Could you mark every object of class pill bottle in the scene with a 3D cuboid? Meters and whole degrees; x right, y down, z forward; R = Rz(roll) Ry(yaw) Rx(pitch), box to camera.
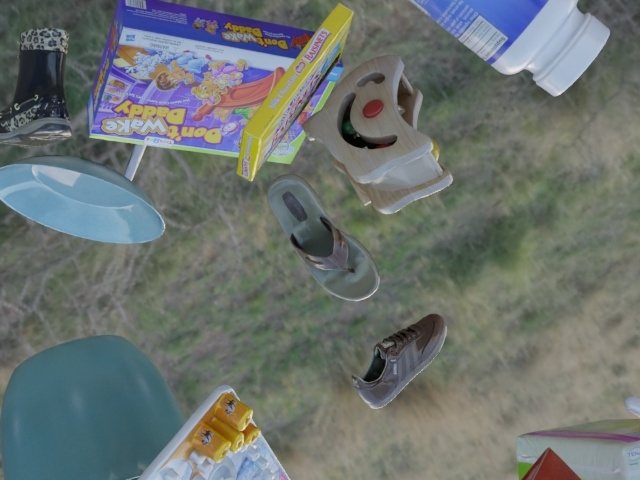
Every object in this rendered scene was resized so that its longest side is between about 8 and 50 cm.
[{"bbox_3d":[0.242,-0.318,1.255,0.152,0.272,0.152,-53,-177,3],"label":"pill bottle"}]

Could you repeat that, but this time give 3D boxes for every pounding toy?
[{"bbox_3d":[0.091,-0.132,1.256,0.154,0.269,0.155,-39,132,0],"label":"pounding toy"}]

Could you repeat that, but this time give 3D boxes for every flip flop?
[{"bbox_3d":[0.000,0.000,1.728,0.112,0.277,0.080,-34,-172,10],"label":"flip flop"}]

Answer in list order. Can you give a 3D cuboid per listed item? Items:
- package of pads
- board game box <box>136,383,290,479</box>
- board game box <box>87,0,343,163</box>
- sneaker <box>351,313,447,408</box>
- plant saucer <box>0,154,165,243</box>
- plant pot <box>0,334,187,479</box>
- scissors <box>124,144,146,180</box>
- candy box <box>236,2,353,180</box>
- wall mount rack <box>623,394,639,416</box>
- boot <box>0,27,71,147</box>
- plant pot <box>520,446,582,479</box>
[{"bbox_3d":[0.508,0.365,1.615,0.229,0.101,0.296,-3,174,-24],"label":"package of pads"},{"bbox_3d":[-0.171,0.410,1.135,0.390,0.050,0.390,-50,149,-20],"label":"board game box"},{"bbox_3d":[-0.169,-0.244,1.499,0.347,0.078,0.233,5,141,-24],"label":"board game box"},{"bbox_3d":[0.126,0.177,1.497,0.188,0.066,0.071,-49,121,-17],"label":"sneaker"},{"bbox_3d":[-0.263,-0.052,1.050,0.195,0.037,0.195,10,159,4],"label":"plant saucer"},{"bbox_3d":[-0.350,0.285,1.442,0.293,0.235,0.293,-20,162,-7],"label":"plant pot"},{"bbox_3d":[-0.303,-0.198,1.697,0.109,0.021,0.297,-7,112,-52],"label":"scissors"},{"bbox_3d":[-0.030,-0.170,1.090,0.206,0.027,0.105,-57,173,-24],"label":"candy box"},{"bbox_3d":[0.419,0.231,0.872,0.304,0.130,0.350,-16,-168,36],"label":"wall mount rack"},{"bbox_3d":[-0.491,-0.251,1.595,0.085,0.179,0.236,3,177,-44],"label":"boot"},{"bbox_3d":[0.277,0.469,1.167,0.267,0.235,0.267,-58,165,24],"label":"plant pot"}]
